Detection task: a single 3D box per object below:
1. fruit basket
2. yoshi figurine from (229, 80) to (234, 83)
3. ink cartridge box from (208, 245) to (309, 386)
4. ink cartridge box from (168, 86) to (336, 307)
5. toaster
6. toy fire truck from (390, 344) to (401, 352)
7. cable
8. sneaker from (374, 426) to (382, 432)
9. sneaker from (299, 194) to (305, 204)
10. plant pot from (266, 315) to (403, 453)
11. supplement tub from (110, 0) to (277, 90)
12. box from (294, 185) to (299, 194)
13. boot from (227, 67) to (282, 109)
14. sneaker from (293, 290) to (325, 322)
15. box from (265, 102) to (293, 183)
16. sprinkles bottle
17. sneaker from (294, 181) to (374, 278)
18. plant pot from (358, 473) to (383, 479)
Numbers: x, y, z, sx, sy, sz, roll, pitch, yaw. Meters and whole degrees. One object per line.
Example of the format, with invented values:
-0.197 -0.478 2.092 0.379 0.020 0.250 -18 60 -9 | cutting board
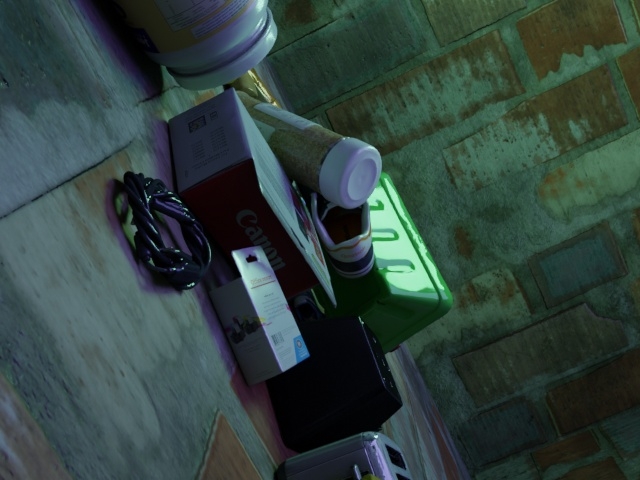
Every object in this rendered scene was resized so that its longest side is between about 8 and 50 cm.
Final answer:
0.126 0.065 1.704 0.392 0.283 0.392 36 31 -26 | fruit basket
-0.227 -0.538 1.863 0.203 0.203 0.362 81 -9 -48 | yoshi figurine
-0.093 0.104 1.096 0.181 0.061 0.104 67 21 4 | ink cartridge box
-0.109 -0.042 1.252 0.309 0.130 0.272 58 9 -42 | ink cartridge box
0.046 0.346 1.052 0.227 0.146 0.129 52 16 -61 | toaster
0.123 0.178 2.145 0.254 0.169 0.302 16 46 -55 | toy fire truck
-0.193 -0.012 0.951 0.150 0.047 0.184 62 9 10 | cable
0.115 0.412 1.742 0.031 0.035 0.083 -108 170 -46 | sneaker
0.000 0.000 1.896 0.330 0.130 0.147 56 9 -52 | sneaker
0.023 0.223 1.207 0.187 0.167 0.188 52 16 -59 | plant pot
-0.230 -0.436 1.236 0.241 0.241 0.331 -106 169 -48 | supplement tub
-0.013 -0.098 2.118 0.072 0.126 0.137 -87 152 -72 | box
-0.170 -0.394 2.049 0.295 0.104 0.211 49 18 -52 | boot
-0.014 0.166 1.577 0.144 0.053 0.059 55 11 -18 | sneaker
-0.115 -0.164 1.641 0.184 0.045 0.190 114 -41 -59 | box
-0.055 -0.177 1.437 0.355 0.121 0.121 29 -16 35 | sprinkles bottle
0.026 -0.091 1.496 0.127 0.126 0.321 76 -8 -62 | sneaker
0.055 0.389 0.827 0.187 0.212 0.212 52 9 -4 | plant pot
